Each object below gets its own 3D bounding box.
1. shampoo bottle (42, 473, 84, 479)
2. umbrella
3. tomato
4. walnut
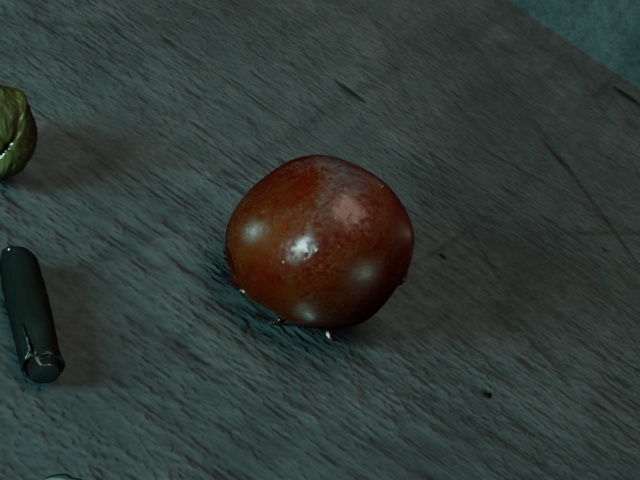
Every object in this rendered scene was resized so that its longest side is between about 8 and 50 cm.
[{"bbox_3d":[-0.147,0.247,0.685,0.153,0.071,0.284,29,38,2],"label":"shampoo bottle"},{"bbox_3d":[-0.209,0.054,1.002,0.036,0.031,0.133,13,33,-30],"label":"umbrella"},{"bbox_3d":[0.000,0.000,1.193,0.167,0.167,0.167,26,27,-14],"label":"tomato"},{"bbox_3d":[-0.272,-0.092,1.128,0.092,0.092,0.092,26,27,-14],"label":"walnut"}]
